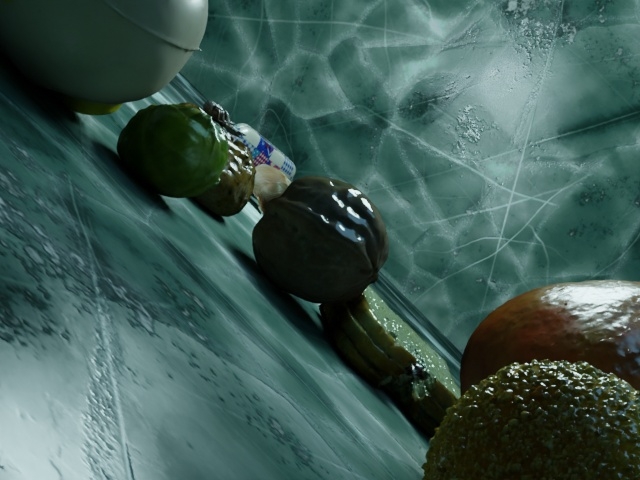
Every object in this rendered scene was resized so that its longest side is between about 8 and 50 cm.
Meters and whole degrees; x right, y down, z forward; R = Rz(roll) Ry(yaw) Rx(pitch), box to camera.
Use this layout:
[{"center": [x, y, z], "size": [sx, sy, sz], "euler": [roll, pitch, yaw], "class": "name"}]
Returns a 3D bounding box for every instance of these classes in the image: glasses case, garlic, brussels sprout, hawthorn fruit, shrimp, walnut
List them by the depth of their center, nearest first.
[{"center": [0.431, 0.270, 1.491], "size": [0.472, 0.472, 0.472], "euler": [44, 5, -5], "class": "hawthorn fruit"}, {"center": [-0.217, -0.120, 1.524], "size": [0.151, 0.122, 0.149], "euler": [-2, -43, 46], "class": "brussels sprout"}, {"center": [0.000, 0.000, 1.729], "size": [0.224, 0.224, 0.224], "euler": [44, 5, -5], "class": "walnut"}, {"center": [-0.167, -0.208, 1.800], "size": [0.092, 0.029, 0.038], "euler": [45, -3, -24], "class": "shrimp"}, {"center": [-0.098, -0.094, 2.415], "size": [0.174, 0.099, 0.124], "euler": [61, -1, -36], "class": "garlic"}, {"center": [-0.157, -0.182, 2.465], "size": [0.076, 0.125, 0.327], "euler": [46, 5, 25], "class": "glasses case"}]

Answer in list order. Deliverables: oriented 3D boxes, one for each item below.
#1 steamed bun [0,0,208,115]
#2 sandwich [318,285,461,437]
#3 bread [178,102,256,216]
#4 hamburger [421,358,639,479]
[{"center": [-0.320, -0.355, 1.487], "size": [0.334, 0.334, 0.374], "euler": [43, 6, -23], "class": "steamed bun"}, {"center": [0.125, 0.200, 1.796], "size": [0.273, 0.095, 0.249], "euler": [44, 8, -19], "class": "sandwich"}, {"center": [-0.205, -0.150, 1.837], "size": [0.230, 0.123, 0.230], "euler": [44, 7, -7], "class": "bread"}, {"center": [0.258, 0.273, 1.178], "size": [0.302, 0.302, 0.170], "euler": [49, -2, 40], "class": "hamburger"}]
